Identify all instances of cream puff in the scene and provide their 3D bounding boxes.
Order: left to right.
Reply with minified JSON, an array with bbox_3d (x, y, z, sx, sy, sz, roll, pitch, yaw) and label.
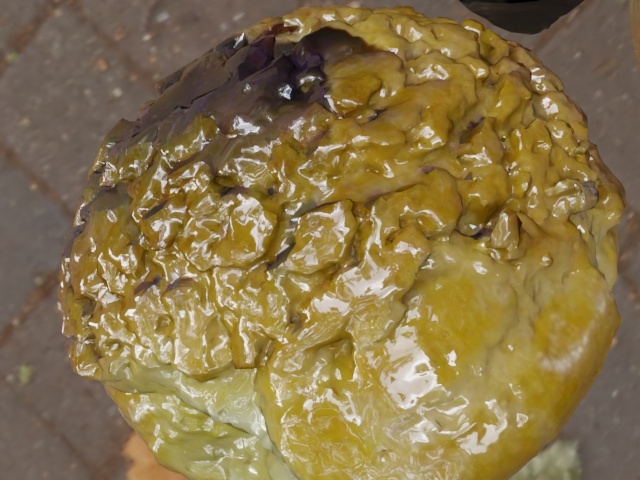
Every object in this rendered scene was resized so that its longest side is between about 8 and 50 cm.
[{"bbox_3d":[0.000,0.000,0.946,0.327,0.343,0.231,-30,117,8],"label":"cream puff"}]

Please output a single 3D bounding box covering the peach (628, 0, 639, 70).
[{"bbox_3d":[0.315,-0.171,1.059,0.252,0.252,0.252,12,118,25],"label":"peach"}]

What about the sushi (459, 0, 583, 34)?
[{"bbox_3d":[0.065,-0.314,0.974,0.294,0.299,0.281,21,136,-15],"label":"sushi"}]
